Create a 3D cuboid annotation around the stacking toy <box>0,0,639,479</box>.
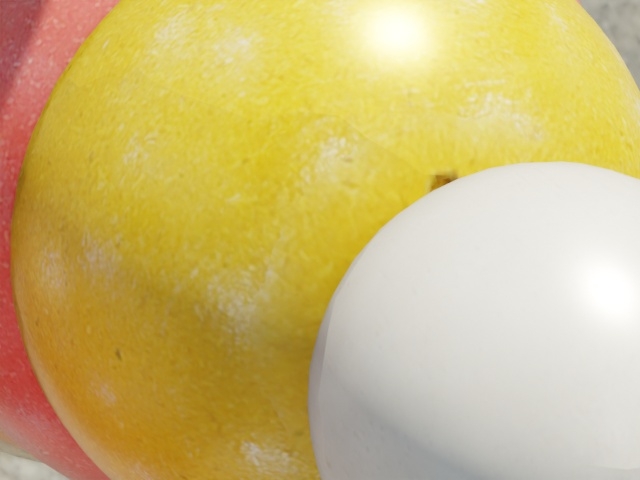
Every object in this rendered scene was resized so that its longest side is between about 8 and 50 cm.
[{"bbox_3d":[0.000,0.000,0.605,0.350,0.350,0.480,-37,27,-4],"label":"stacking toy"}]
